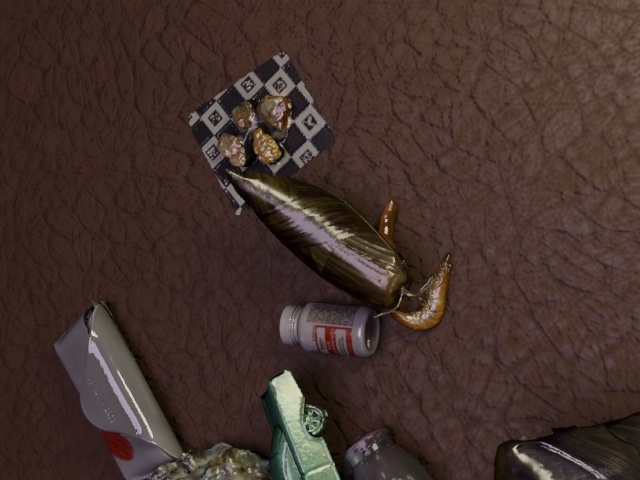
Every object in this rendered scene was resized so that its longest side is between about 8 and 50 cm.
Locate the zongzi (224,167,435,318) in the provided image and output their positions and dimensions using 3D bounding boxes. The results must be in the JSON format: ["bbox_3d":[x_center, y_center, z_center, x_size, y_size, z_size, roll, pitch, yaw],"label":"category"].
[{"bbox_3d":[0.000,0.000,1.471,0.111,0.241,0.247,-57,46,13],"label":"zongzi"}]

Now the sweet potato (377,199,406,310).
[{"bbox_3d":[0.103,0.029,1.570,0.044,0.044,0.179,-9,87,23],"label":"sweet potato"}]

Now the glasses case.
[{"bbox_3d":[-0.345,0.257,1.736,0.128,0.083,0.308,-36,77,18],"label":"glasses case"}]

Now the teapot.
[{"bbox_3d":[0.097,0.354,1.552,0.116,0.148,0.146,-26,68,-14],"label":"teapot"}]

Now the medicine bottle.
[{"bbox_3d":[0.014,0.133,1.587,0.140,0.079,0.079,4,92,23],"label":"medicine bottle"}]

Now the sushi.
[{"bbox_3d":[-0.105,-0.174,1.658,0.210,0.040,0.192,-33,78,19],"label":"sushi"}]

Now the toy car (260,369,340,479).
[{"bbox_3d":[-0.015,0.357,1.553,0.097,0.141,0.320,-19,74,-15],"label":"toy car"}]

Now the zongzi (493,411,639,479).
[{"bbox_3d":[0.393,0.380,1.402,0.208,0.432,0.403,53,147,37],"label":"zongzi"}]

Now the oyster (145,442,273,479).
[{"bbox_3d":[-0.142,0.417,1.638,0.268,0.112,0.198,-11,86,19],"label":"oyster"}]

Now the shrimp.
[{"bbox_3d":[0.151,0.070,1.547,0.091,0.025,0.127,24,93,-6],"label":"shrimp"}]
